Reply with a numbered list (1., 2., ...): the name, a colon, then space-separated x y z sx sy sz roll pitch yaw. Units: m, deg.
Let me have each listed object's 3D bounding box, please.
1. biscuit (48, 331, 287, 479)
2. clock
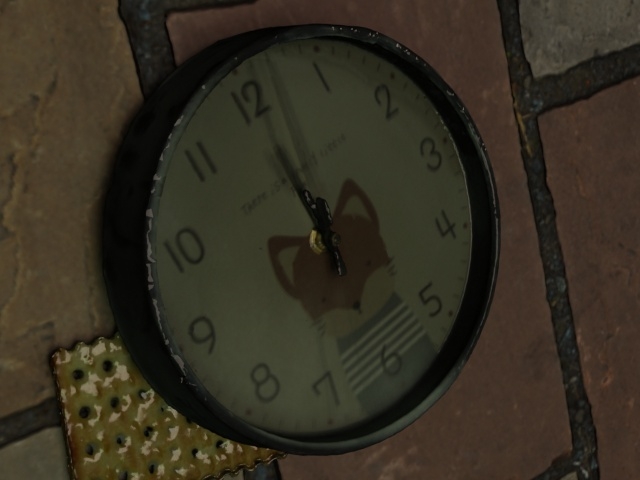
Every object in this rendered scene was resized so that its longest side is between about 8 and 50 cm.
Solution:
1. biscuit: -0.096 0.119 0.779 0.203 0.016 0.144 -15 104 -30
2. clock: 0.000 0.000 0.781 0.325 0.067 0.325 -1 92 -34
